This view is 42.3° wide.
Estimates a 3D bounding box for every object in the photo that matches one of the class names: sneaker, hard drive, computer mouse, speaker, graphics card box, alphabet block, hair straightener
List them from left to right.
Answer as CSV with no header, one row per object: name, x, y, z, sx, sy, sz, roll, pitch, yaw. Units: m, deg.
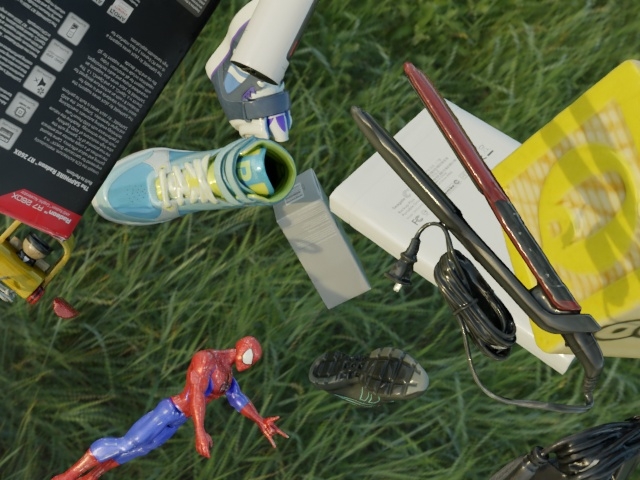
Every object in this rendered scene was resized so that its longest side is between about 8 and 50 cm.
graphics card box,-0.241,-0.208,0.759,0.094,0.371,0.233,35,2,43
sneaker,-0.186,-0.098,1.293,0.319,0.208,0.127,-14,95,-25
sneaker,-0.095,-0.322,1.648,0.130,0.323,0.236,-26,84,-38
speaker,-0.037,-0.223,0.815,0.055,0.055,0.136,26,90,-20
sneaker,0.104,0.262,1.558,0.106,0.267,0.101,46,59,-34
hair straightener,0.085,0.010,0.496,0.230,0.089,0.047,56,13,5
hard drive,0.220,-0.023,1.036,0.353,0.047,0.233,36,63,24
computer mouse,0.181,0.208,0.656,0.184,0.262,0.060,-4,60,-35
alphabet block,0.299,-0.014,0.734,0.197,0.192,0.193,8,56,-32

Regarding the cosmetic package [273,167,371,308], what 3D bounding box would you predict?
cosmetic package,0.000,0.000,1.588,0.238,0.107,0.127,58,8,-34

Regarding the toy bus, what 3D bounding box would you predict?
toy bus,-0.399,0.011,1.150,0.202,0.104,0.191,39,-4,30

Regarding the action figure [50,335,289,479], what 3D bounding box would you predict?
action figure,-0.156,0.232,0.949,0.139,0.280,0.091,46,0,21
